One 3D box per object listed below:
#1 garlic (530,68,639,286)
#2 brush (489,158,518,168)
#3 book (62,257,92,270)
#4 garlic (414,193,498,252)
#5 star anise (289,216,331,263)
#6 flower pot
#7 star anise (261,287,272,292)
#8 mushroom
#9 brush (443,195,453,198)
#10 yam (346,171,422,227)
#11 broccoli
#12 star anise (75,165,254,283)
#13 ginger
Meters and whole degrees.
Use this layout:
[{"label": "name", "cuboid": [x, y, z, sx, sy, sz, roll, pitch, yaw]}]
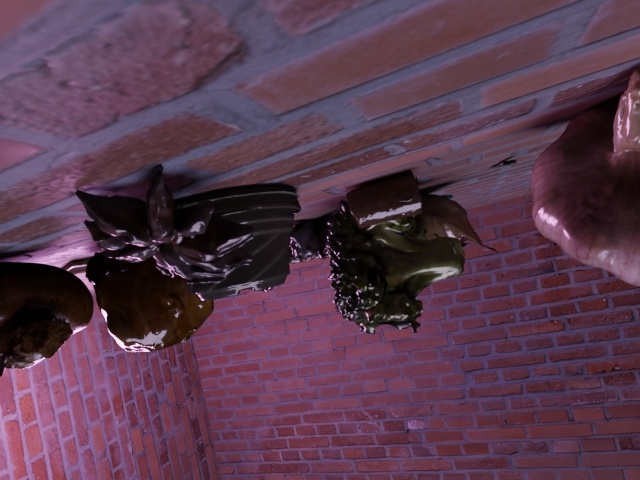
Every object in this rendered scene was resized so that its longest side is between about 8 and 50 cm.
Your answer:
[{"label": "garlic", "cuboid": [0.375, -0.094, 0.464, 0.245, 0.244, 0.253, -14, 145, 24]}, {"label": "brush", "cuboid": [0.375, -0.156, 0.826, 0.017, 0.013, 0.083, -8, -176, -4]}, {"label": "book", "cuboid": [-0.514, 0.054, 0.955, 0.168, 0.013, 0.193, -11, 177, -42]}, {"label": "garlic", "cuboid": [0.290, -0.036, 1.051, 0.151, 0.196, 0.339, -30, -176, -29]}, {"label": "star anise", "cuboid": [-0.002, 0.001, 1.145, 0.333, 0.117, 0.331, -14, 172, -2]}, {"label": "flower pot", "cuboid": [-0.132, 0.012, 0.616, 0.236, 0.140, 0.235, -11, 176, -1]}, {"label": "star anise", "cuboid": [-0.240, 0.067, 1.067, 0.347, 0.148, 0.237, 0, -174, 26]}, {"label": "mushroom", "cuboid": [-0.524, 0.115, 0.643, 0.279, 0.162, 0.297, -1, 175, 21]}, {"label": "brush", "cuboid": [0.362, -0.119, 1.256, 0.194, 0.032, 0.043, -8, 174, -44]}, {"label": "yam", "cuboid": [0.115, -0.069, 0.715, 0.127, 0.084, 0.084, -17, 176, 15]}, {"label": "broccoli", "cuboid": [0.169, 0.056, 0.897, 0.281, 0.292, 0.348, -9, 173, 29]}, {"label": "star anise", "cuboid": [-0.173, -0.003, 0.439, 0.195, 0.065, 0.182, -6, 149, 24]}, {"label": "ginger", "cuboid": [-0.332, 0.108, 0.808, 0.201, 0.222, 0.269, -25, 177, -29]}]
